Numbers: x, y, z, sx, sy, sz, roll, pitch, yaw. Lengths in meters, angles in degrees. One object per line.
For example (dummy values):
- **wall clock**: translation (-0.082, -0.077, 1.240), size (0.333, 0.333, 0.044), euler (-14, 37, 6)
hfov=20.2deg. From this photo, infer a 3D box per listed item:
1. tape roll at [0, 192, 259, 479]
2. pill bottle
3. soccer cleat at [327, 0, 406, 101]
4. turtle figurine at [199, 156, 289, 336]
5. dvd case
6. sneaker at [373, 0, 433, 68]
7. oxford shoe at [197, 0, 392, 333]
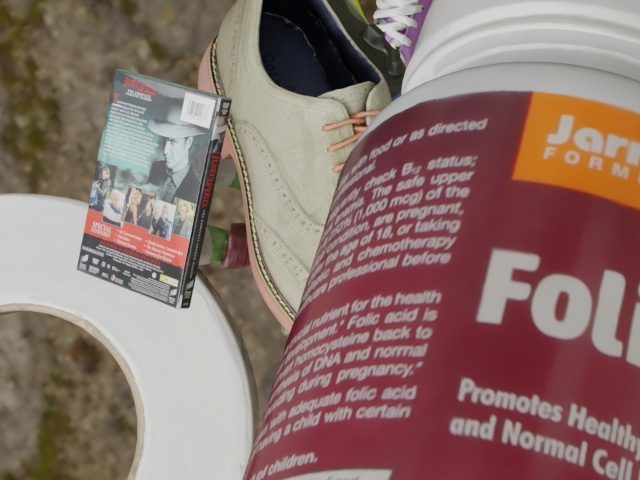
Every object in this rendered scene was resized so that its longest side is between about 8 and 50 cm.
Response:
- **tape roll**: translation (-0.245, 0.153, 1.494), size (0.392, 0.392, 0.072), euler (52, -179, 4)
- **pill bottle**: translation (0.096, 0.061, 0.837), size (0.224, 0.392, 0.224), euler (13, 148, 8)
- **soccer cleat**: translation (0.007, -0.200, 1.782), size (0.121, 0.093, 0.289), euler (89, 161, -45)
- **turtle figurine**: translation (0.000, 0.000, 1.684), size (0.198, 0.266, 0.274), euler (-48, 46, 47)
- **dvd case**: translation (-0.094, -0.030, 1.004), size (0.087, 0.013, 0.119), euler (17, 100, 39)
- **sneaker**: translation (0.078, -0.235, 2.017), size (0.102, 0.282, 0.161), euler (15, 156, 28)
- **oxford shoe**: translation (0.011, -0.046, 1.430), size (0.397, 0.140, 0.146), euler (61, 151, 23)
